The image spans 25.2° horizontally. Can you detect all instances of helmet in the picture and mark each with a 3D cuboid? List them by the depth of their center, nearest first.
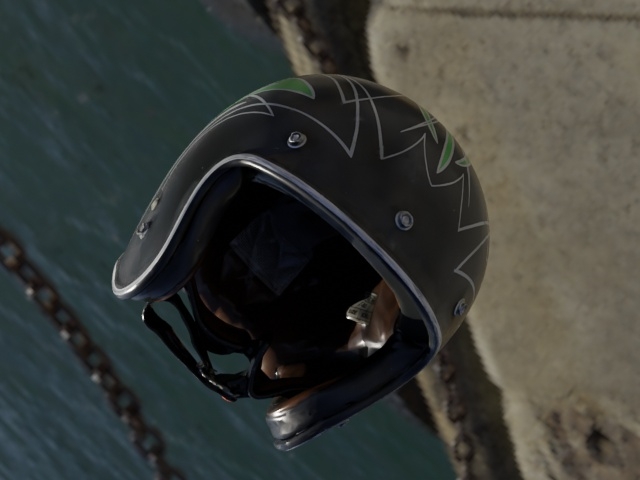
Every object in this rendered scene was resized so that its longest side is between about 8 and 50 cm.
[{"bbox_3d":[0.000,0.000,0.682,0.161,0.169,0.169,-42,95,14],"label":"helmet"}]
